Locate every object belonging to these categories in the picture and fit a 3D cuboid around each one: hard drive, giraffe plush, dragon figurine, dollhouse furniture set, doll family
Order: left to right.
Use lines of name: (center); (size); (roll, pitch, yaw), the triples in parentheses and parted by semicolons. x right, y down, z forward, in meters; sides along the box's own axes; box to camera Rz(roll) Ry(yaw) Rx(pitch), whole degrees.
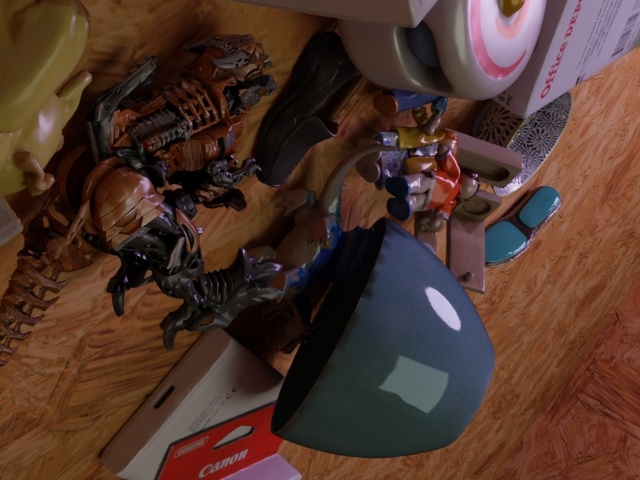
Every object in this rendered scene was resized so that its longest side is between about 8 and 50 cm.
giraffe plush: (-0.214, -0.089, 0.678); (0.181, 0.210, 0.170); (-18, 177, -2)
hard drive: (-0.134, 0.230, 1.375); (0.203, 0.040, 0.307); (-49, 156, -5)
dragon figurine: (0.000, 0.000, 1.240); (0.289, 0.085, 0.144); (-58, 155, 14)
doll family: (0.120, -0.150, 1.248); (0.163, 0.118, 0.263); (-15, 119, -44)
dollhouse furniture set: (0.183, -0.034, 1.399); (0.151, 0.144, 0.123); (130, -28, -53)

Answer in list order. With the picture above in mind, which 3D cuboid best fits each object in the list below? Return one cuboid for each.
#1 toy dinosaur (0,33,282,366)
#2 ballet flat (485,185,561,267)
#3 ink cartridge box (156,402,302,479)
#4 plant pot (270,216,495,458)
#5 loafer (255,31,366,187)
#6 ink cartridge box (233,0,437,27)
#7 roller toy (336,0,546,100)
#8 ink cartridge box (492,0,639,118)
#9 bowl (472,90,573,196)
toy dinosaur: (-0.156, -0.030, 0.916); (0.321, 0.164, 0.218); (-31, 139, -1)
ballet flat: (0.319, -0.011, 1.801); (0.206, 0.073, 0.067); (-36, 166, -24)
ink cartridge box: (-0.123, 0.331, 1.413); (0.275, 0.060, 0.239); (-13, 136, -53)
plant pot: (0.093, 0.143, 1.316); (0.290, 0.195, 0.290); (-62, -175, 10)
loafer: (-0.010, -0.120, 1.088); (0.062, 0.061, 0.170); (-12, 135, -55)
ink cartridge box: (0.033, -0.284, 0.721); (0.233, 0.168, 0.171); (-53, 142, -31)
roller toy: (0.121, -0.229, 1.005); (0.209, 0.146, 0.191); (-11, 111, -54)
ink cartridge box: (0.307, -0.303, 1.314); (0.289, 0.121, 0.211); (-32, 149, -37)
bowl: (0.260, -0.151, 1.489); (0.170, 0.080, 0.170); (-40, 154, -25)
